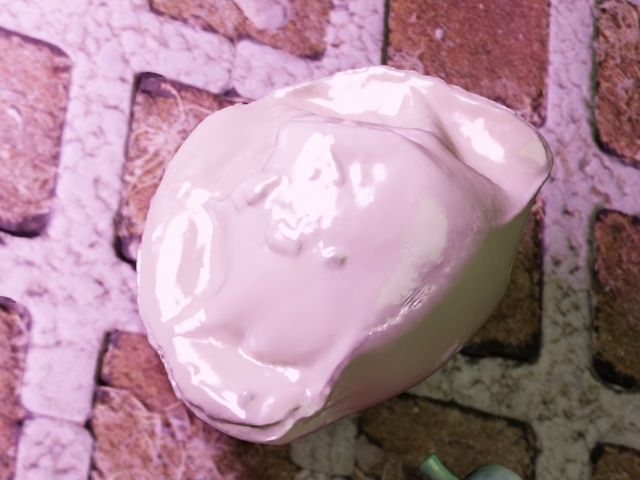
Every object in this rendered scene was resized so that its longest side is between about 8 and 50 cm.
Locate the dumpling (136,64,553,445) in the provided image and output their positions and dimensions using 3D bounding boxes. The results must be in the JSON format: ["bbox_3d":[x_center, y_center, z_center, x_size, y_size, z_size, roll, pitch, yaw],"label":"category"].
[{"bbox_3d":[0.000,0.000,1.606,0.315,0.233,0.395,31,68,23],"label":"dumpling"}]

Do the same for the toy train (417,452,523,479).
[{"bbox_3d":[0.119,0.308,1.546,0.221,0.150,0.304,44,48,9],"label":"toy train"}]
